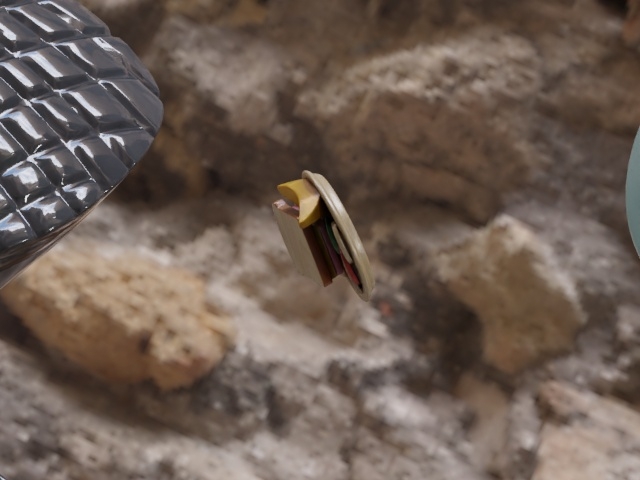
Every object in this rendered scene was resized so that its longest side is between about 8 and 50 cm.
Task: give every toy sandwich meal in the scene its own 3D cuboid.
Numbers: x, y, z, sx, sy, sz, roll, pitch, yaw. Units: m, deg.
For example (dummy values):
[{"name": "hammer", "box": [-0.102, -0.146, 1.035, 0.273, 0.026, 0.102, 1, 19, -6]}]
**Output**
[{"name": "toy sandwich meal", "box": [0.000, 0.000, 0.868, 0.085, 0.029, 0.085, 62, -7, 13]}]

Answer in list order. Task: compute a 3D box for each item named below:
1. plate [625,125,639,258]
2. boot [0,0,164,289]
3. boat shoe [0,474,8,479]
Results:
[{"name": "plate", "box": [0.196, -0.052, 0.647, 0.024, 0.188, 0.188, 35, -14, -36]}, {"name": "boot", "box": [-0.209, 0.046, 0.559, 0.118, 0.338, 0.222, 45, -45, 5]}, {"name": "boat shoe", "box": [-0.129, 0.218, 0.792, 0.500, 0.156, 0.187, 49, -46, 4]}]
